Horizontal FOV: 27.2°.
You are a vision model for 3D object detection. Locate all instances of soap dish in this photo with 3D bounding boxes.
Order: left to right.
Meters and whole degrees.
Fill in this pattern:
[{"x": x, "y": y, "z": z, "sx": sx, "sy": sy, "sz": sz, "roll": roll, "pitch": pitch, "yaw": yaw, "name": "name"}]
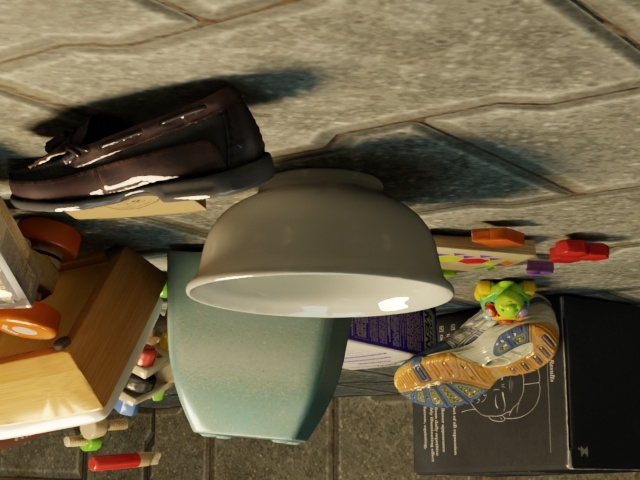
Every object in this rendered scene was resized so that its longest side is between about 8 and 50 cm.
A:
[{"x": -0.357, "y": 0.132, "z": 1.799, "sx": 0.229, "sy": 0.291, "sz": 0.118, "roll": -12, "pitch": 120, "yaw": 21, "name": "soap dish"}]

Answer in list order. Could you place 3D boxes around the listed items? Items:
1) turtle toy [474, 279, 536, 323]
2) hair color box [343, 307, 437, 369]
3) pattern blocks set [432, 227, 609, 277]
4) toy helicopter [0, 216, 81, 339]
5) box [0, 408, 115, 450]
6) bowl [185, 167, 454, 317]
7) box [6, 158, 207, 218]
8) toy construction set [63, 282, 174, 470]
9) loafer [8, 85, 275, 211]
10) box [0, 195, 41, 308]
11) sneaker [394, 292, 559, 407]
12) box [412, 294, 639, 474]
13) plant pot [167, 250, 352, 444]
[{"x": 0.294, "y": 0.097, "z": 2.095, "sx": 0.095, "sy": 0.066, "sz": 0.130, "roll": 0, "pitch": 168, "yaw": 3, "name": "turtle toy"}, {"x": 0.039, "y": 0.146, "z": 2.237, "sx": 0.185, "sy": 0.110, "sz": 0.339, "roll": -10, "pitch": 163, "yaw": 32, "name": "hair color box"}, {"x": 0.194, "y": 0.016, "z": 1.809, "sx": 0.324, "sy": 0.026, "sz": 0.285, "roll": 6, "pitch": 166, "yaw": -27, "name": "pattern blocks set"}, {"x": -0.466, "y": 0.000, "z": 1.596, "sx": 0.235, "sy": 0.140, "sz": 0.355, "roll": 3, "pitch": 159, "yaw": 22, "name": "toy helicopter"}, {"x": -0.545, "y": 0.265, "z": 2.402, "sx": 0.191, "sy": 0.143, "sz": 0.381, "roll": 13, "pitch": -169, "yaw": 29, "name": "box"}, {"x": 0.000, "y": 0.000, "z": 1.480, "sx": 0.297, "sy": 0.134, "sz": 0.298, "roll": 0, "pitch": 169, "yaw": 0, "name": "bowl"}, {"x": -0.233, "y": -0.059, "z": 1.481, "sx": 0.164, "sy": 0.021, "sz": 0.201, "roll": -2, "pitch": 167, "yaw": 11, "name": "box"}, {"x": -0.283, "y": 0.212, "z": 2.158, "sx": 0.257, "sy": 0.309, "sz": 0.237, "roll": 0, "pitch": 176, "yaw": 43, "name": "toy construction set"}, {"x": -0.178, "y": -0.087, "z": 1.241, "sx": 0.302, "sy": 0.095, "sz": 0.109, "roll": -2, "pitch": -161, "yaw": 33, "name": "loafer"}, {"x": -0.425, "y": -0.010, "z": 1.420, "sx": 0.183, "sy": 0.056, "sz": 0.231, "roll": -3, "pitch": 143, "yaw": 10, "name": "box"}, {"x": 0.264, "y": 0.184, "z": 2.222, "sx": 0.296, "sy": 0.131, "sz": 0.112, "roll": -21, "pitch": 118, "yaw": 21, "name": "sneaker"}, {"x": 0.367, "y": 0.273, "z": 2.384, "sx": 0.212, "sy": 0.294, "sz": 0.395, "roll": 8, "pitch": 166, "yaw": -36, "name": "box"}, {"x": -0.088, "y": 0.164, "z": 1.912, "sx": 0.247, "sy": 0.252, "sz": 0.247, "roll": 3, "pitch": 170, "yaw": 8, "name": "plant pot"}]
